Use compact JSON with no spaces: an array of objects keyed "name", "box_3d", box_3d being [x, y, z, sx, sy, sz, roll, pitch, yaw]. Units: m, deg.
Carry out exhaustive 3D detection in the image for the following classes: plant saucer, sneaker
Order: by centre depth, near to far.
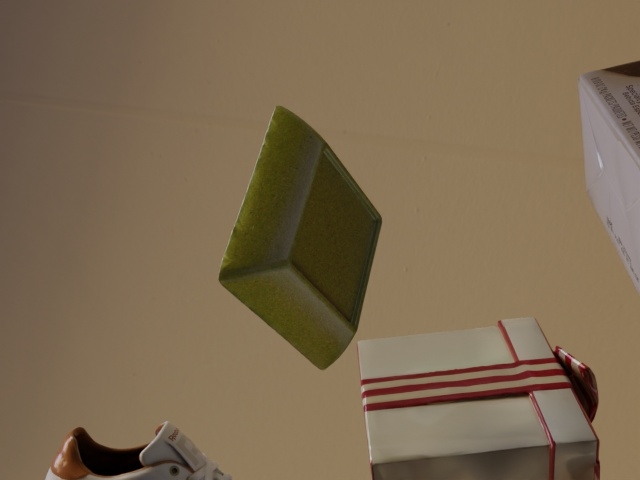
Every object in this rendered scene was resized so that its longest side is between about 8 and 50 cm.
[{"name":"plant saucer","box_3d":[0.000,0.000,0.691,0.045,0.188,0.188,-3,-123,31]},{"name":"sneaker","box_3d":[-0.113,0.243,0.696,0.290,0.106,0.123,12,-87,-5]}]

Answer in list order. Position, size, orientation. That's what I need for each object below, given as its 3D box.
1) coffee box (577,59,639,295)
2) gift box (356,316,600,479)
[{"name":"coffee box","box_3d":[0.349,-0.065,0.502,0.297,0.119,0.168,-12,-145,8]},{"name":"gift box","box_3d":[0.185,0.266,0.841,0.258,0.255,0.276,-7,-149,1]}]
